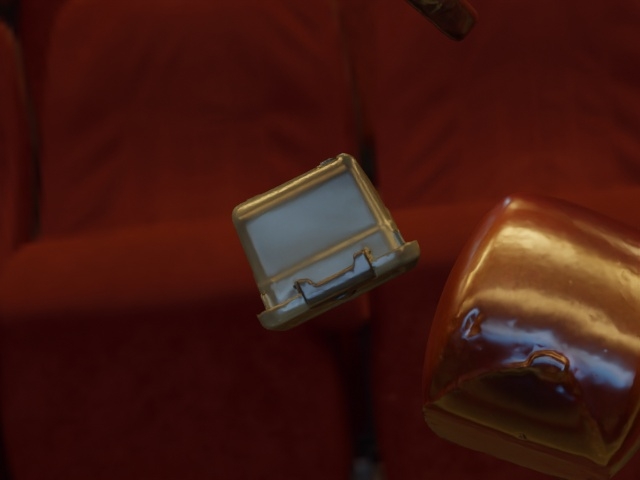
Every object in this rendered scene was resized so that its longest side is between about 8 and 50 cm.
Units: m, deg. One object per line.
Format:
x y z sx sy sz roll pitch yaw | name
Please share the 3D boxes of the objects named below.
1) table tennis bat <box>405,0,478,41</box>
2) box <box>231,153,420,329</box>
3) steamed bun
-0.005 -0.219 1.266 0.051 0.268 0.414 -49 3 7 | table tennis bat
0.000 0.000 1.417 0.124 0.092 0.172 -26 -4 0 | box
0.231 0.090 1.899 0.235 0.248 0.379 19 -10 9 | steamed bun
